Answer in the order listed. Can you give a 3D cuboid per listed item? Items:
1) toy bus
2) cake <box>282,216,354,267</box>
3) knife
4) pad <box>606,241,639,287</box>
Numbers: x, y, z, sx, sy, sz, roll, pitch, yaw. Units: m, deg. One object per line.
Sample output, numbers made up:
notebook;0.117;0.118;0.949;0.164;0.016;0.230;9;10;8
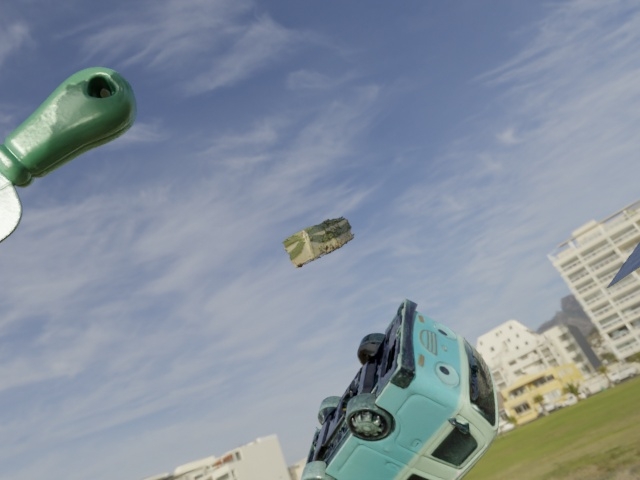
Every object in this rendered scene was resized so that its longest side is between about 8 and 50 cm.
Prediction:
toy bus;0.093;0.221;0.573;0.133;0.165;0.271;-66;3;-60
cake;0.000;0.000;0.760;0.055;0.051;0.140;-29;-4;34
knife;-0.229;-0.028;0.337;0.260;0.063;0.034;-50;-4;-20
pad;0.479;0.002;0.705;0.157;0.003;0.112;-37;-18;-29
